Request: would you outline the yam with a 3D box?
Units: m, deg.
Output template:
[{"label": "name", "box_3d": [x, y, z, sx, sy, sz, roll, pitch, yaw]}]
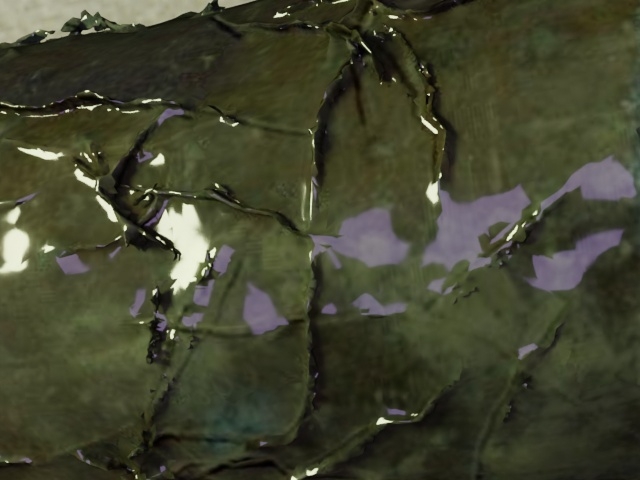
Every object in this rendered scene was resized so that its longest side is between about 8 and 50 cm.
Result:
[{"label": "yam", "box_3d": [-0.001, 0.003, 0.545, 0.271, 0.201, 0.202, -7, 89, 22]}]
